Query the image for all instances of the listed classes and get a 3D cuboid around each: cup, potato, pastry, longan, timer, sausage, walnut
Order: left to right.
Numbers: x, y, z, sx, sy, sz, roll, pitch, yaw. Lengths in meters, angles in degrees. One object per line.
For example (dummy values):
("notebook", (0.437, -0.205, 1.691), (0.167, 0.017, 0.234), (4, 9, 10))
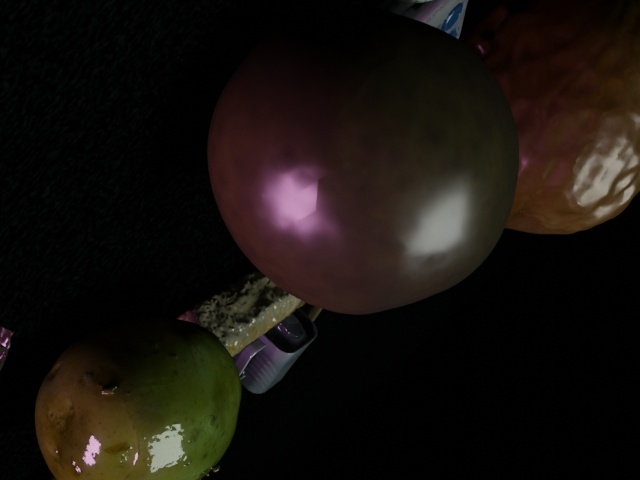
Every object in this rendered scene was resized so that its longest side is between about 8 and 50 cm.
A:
("potato", (-0.196, 0.185, 1.488), (0.216, 0.216, 0.304), (-51, 177, 13))
("pastry", (-0.120, 0.111, 1.781), (0.258, 0.089, 0.121), (-32, 155, -49))
("cup", (-0.087, 0.167, 2.060), (0.128, 0.095, 0.129), (-35, 163, -47))
("sausage", (-0.012, 0.121, 2.344), (0.024, 0.024, 0.132), (-32, 159, -53))
("longan", (0.040, -0.078, 1.297), (0.319, 0.319, 0.319), (-45, 168, -13))
("timer", (0.087, -0.215, 1.532), (0.191, 0.069, 0.208), (-45, 169, -15))
("walnut", (0.324, -0.189, 1.871), (0.397, 0.308, 0.354), (-57, -162, -9))

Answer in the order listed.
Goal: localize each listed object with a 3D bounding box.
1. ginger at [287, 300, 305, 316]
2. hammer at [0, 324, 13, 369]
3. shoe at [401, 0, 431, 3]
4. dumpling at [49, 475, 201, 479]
("ginger", (-0.010, 0.018, 1.913), (0.213, 0.074, 0.137), (-57, -173, 30))
("hammer", (-0.348, 0.111, 1.135), (0.125, 0.027, 0.297), (-48, 167, 1))
("shoe", (0.092, -0.282, 1.379), (0.143, 0.064, 0.071), (-29, 139, -71))
("dumpling", (-0.306, 0.407, 1.833), (0.321, 0.212, 0.270), (-32, 129, -8))
